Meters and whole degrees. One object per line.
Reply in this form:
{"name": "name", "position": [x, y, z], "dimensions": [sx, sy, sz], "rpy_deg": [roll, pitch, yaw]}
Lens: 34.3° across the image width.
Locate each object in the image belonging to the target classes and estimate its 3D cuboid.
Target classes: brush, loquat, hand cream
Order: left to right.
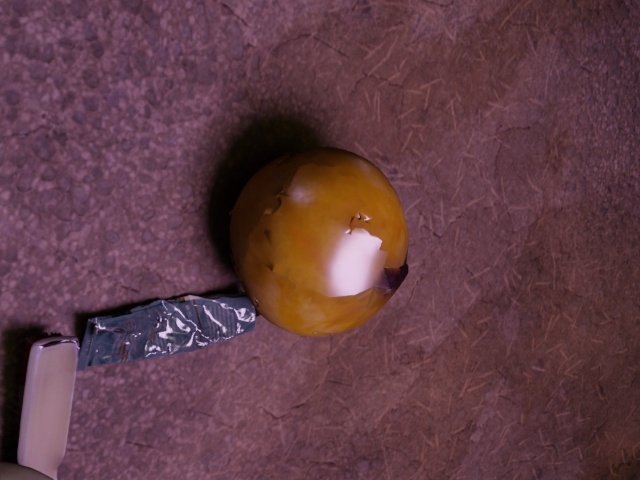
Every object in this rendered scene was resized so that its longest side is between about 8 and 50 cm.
{"name": "brush", "position": [-0.334, 0.250, 1.211], "dimensions": [0.060, 0.050, 0.321], "rpy_deg": [-7, 117, -41]}
{"name": "hand cream", "position": [-0.178, 0.108, 1.282], "dimensions": [0.247, 0.052, 0.075], "rpy_deg": [-10, 111, -37]}
{"name": "loquat", "position": [0.000, 0.000, 1.276], "dimensions": [0.235, 0.235, 0.235], "rpy_deg": [-15, 115, -36]}

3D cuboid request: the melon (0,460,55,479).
{"name": "melon", "position": [-0.375, 0.358, 1.074], "dimensions": [0.308, 0.272, 0.272], "rpy_deg": [-25, 121, -22]}
